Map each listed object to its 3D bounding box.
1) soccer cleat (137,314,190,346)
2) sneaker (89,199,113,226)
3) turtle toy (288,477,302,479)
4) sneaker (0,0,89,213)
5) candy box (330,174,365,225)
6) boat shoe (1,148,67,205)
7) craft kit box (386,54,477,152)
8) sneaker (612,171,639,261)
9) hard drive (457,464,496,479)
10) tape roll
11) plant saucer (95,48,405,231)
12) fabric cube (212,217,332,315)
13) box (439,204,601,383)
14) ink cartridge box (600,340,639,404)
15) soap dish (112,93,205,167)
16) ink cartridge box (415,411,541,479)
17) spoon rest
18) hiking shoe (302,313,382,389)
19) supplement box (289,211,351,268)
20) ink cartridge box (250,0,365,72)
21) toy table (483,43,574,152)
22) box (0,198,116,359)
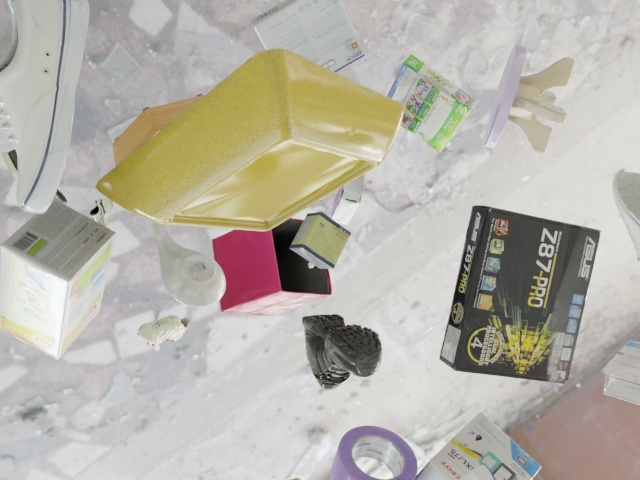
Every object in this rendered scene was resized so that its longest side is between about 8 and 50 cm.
[{"bbox_3d":[-0.399,0.222,1.632,0.076,0.068,0.196,-49,166,5],"label":"soccer cleat"},{"bbox_3d":[-0.435,-0.045,1.245,0.037,0.032,0.083,6,116,-41],"label":"sneaker"},{"bbox_3d":[-0.024,0.556,1.342,0.095,0.066,0.130,-38,96,-21],"label":"turtle toy"},{"bbox_3d":[-0.332,-0.158,0.724,0.091,0.094,0.258,6,105,-32],"label":"sneaker"},{"bbox_3d":[0.096,-0.176,2.170,0.070,0.196,0.165,14,152,-7],"label":"candy box"},{"bbox_3d":[-0.583,-0.129,1.353,0.079,0.084,0.233,-34,162,-12],"label":"boat shoe"},{"bbox_3d":[0.331,-0.421,1.997,0.061,0.247,0.250,-49,174,-26],"label":"craft kit box"},{"bbox_3d":[0.531,-0.010,1.025,0.090,0.235,0.095,-10,144,-6],"label":"sneaker"},{"bbox_3d":[0.240,0.568,1.129,0.040,0.210,0.318,2,138,-35],"label":"hard drive"},{"bbox_3d":[0.124,0.526,1.477,0.189,0.189,0.080,-3,124,-29],"label":"tape roll"},{"bbox_3d":[-0.074,-0.101,0.883,0.333,0.081,0.333,-29,162,29],"label":"plant saucer"},{"bbox_3d":[-0.155,0.086,2.043,0.258,0.254,0.259,-24,159,34],"label":"fabric cube"},{"bbox_3d":[0.484,0.135,1.552,0.318,0.097,0.394,11,94,-18],"label":"box"},{"bbox_3d":[0.562,0.237,1.107,0.180,0.104,0.060,-14,110,-47],"label":"ink cartridge box"},{"bbox_3d":[-0.433,-0.304,1.826,0.229,0.118,0.291,-32,-179,38],"label":"soap dish"},{"bbox_3d":[0.361,0.602,1.562,0.270,0.198,0.197,-21,144,-48],"label":"ink cartridge box"},{"bbox_3d":[-0.304,0.028,1.393,0.137,0.276,0.084,-15,155,-38],"label":"spoon rest"},{"bbox_3d":[0.036,0.195,1.045,0.086,0.227,0.114,-4,100,-20],"label":"hiking shoe"},{"bbox_3d":[0.000,0.000,1.259,0.083,0.056,0.083,35,72,-25],"label":"supplement box"},{"bbox_3d":[-0.028,-0.511,1.611,0.223,0.045,0.224,-28,131,5],"label":"ink cartridge box"},{"bbox_3d":[0.551,-0.366,1.694,0.161,0.252,0.274,14,129,5],"label":"toy table"},{"bbox_3d":[-0.384,0.060,0.925,0.103,0.114,0.203,29,132,0],"label":"box"}]
